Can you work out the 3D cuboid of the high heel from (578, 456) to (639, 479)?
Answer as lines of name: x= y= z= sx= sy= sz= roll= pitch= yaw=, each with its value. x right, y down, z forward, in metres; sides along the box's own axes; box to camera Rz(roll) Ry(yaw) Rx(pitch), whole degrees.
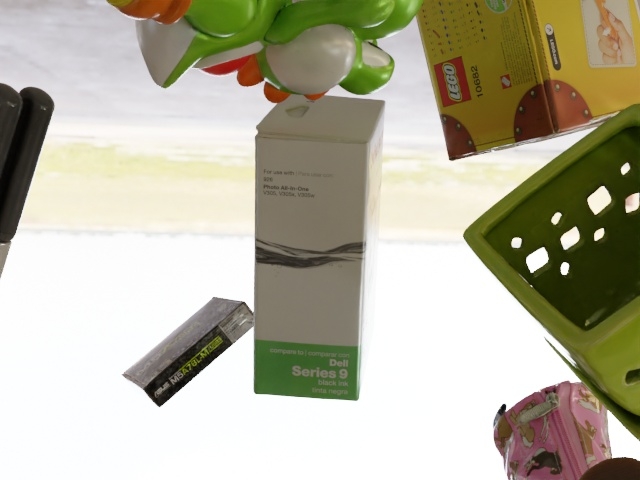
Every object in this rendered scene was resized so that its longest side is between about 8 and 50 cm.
high heel: x=0.237 y=0.320 z=0.649 sx=0.127 sy=0.377 sz=0.181 roll=-14 pitch=150 yaw=15

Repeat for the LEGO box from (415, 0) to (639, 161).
LEGO box: x=0.294 y=-0.384 z=1.357 sx=0.372 sy=0.500 sz=0.193 roll=-15 pitch=-176 yaw=-34

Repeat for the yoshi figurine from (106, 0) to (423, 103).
yoshi figurine: x=-0.035 y=-0.240 z=0.979 sx=0.203 sy=0.204 sz=0.362 roll=-13 pitch=164 yaw=37

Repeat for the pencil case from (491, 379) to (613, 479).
pencil case: x=0.314 y=0.345 z=1.298 sx=0.167 sy=0.160 sz=0.386 roll=26 pitch=-148 yaw=-26

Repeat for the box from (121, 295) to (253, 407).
box: x=-0.194 y=0.159 z=1.629 sx=0.190 sy=0.045 sz=0.184 roll=-40 pitch=-166 yaw=-15

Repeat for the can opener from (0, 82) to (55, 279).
can opener: x=-0.330 y=-0.016 z=1.131 sx=0.076 sy=0.284 sz=0.095 roll=1 pitch=-151 yaw=-47

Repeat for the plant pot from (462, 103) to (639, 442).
plant pot: x=0.308 y=0.042 z=1.047 sx=0.228 sy=0.207 sz=0.227 roll=-37 pitch=-145 yaw=0

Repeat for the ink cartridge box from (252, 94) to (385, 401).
ink cartridge box: x=0.000 y=0.000 z=1.217 sx=0.121 sy=0.289 sz=0.211 roll=4 pitch=-160 yaw=6
